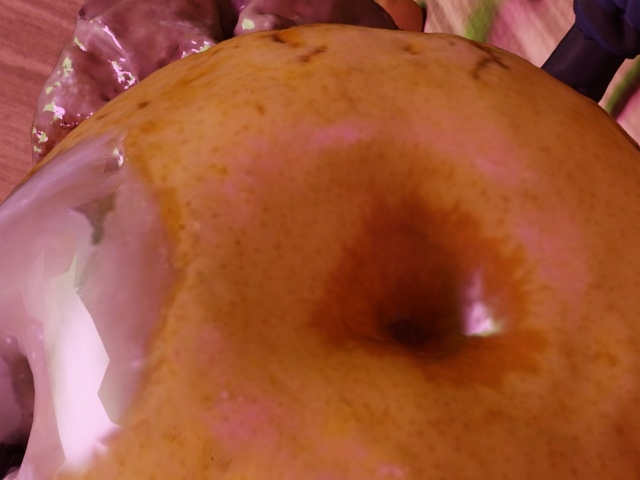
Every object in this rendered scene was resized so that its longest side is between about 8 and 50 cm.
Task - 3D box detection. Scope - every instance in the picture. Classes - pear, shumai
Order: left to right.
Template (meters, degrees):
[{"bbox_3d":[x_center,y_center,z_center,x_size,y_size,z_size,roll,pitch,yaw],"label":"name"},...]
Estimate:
[{"bbox_3d":[0.000,0.000,1.000,0.262,0.267,0.314,32,135,51],"label":"shumai"},{"bbox_3d":[0.004,0.068,0.564,0.271,0.271,0.271,-161,90,-81],"label":"pear"}]

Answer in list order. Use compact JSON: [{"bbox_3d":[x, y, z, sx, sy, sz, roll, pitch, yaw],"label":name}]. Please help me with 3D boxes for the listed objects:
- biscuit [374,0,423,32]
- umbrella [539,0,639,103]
[{"bbox_3d":[-0.009,-0.054,1.420,0.351,0.057,0.312,-125,56,-79],"label":"biscuit"},{"bbox_3d":[0.130,-0.116,0.688,0.248,0.071,0.071,126,161,-57],"label":"umbrella"}]
